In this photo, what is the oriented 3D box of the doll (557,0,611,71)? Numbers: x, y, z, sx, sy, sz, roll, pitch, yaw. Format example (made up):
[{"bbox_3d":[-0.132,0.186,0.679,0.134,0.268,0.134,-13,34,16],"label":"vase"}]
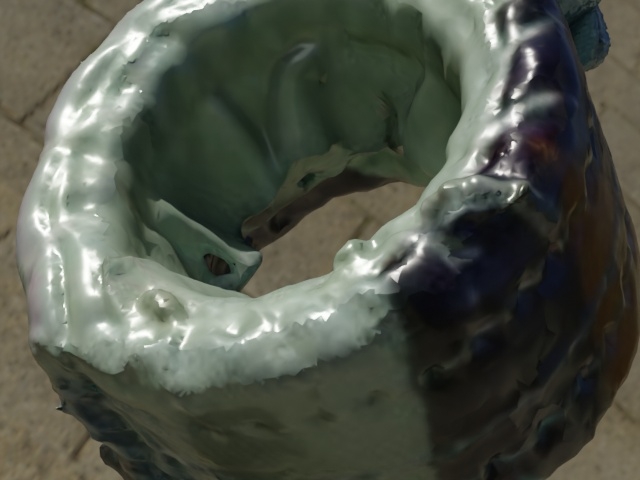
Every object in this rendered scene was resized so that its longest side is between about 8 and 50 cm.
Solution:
[{"bbox_3d":[0.040,-0.126,0.722,0.180,0.120,0.075,1,35,22],"label":"doll"}]

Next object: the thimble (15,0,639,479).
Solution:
[{"bbox_3d":[0.000,0.000,0.643,0.150,0.237,0.237,61,12,-48],"label":"thimble"}]
